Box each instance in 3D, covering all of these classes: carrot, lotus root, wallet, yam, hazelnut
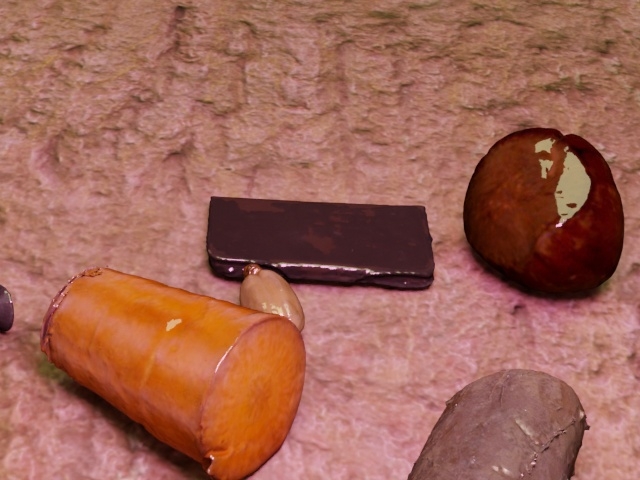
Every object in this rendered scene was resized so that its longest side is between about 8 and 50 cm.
[{"bbox_3d":[-0.169,0.143,1.328,0.254,0.196,0.196,17,40,29],"label":"carrot"},{"bbox_3d":[-0.060,0.088,1.462,0.073,0.062,0.150,-16,47,-14],"label":"lotus root"},{"bbox_3d":[0.000,0.000,1.589,0.309,0.042,0.165,3,39,-6],"label":"wallet"},{"bbox_3d":[0.164,0.275,1.198,0.168,0.168,0.304,19,42,14],"label":"yam"},{"bbox_3d":[0.298,-0.033,1.571,0.218,0.218,0.234,-4,61,-13],"label":"hazelnut"}]

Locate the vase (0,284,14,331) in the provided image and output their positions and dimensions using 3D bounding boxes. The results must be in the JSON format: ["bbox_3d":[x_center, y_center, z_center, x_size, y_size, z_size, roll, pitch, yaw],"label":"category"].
[{"bbox_3d":[-0.449,0.093,1.375,0.183,0.120,0.120,-12,42,-41],"label":"vase"}]
